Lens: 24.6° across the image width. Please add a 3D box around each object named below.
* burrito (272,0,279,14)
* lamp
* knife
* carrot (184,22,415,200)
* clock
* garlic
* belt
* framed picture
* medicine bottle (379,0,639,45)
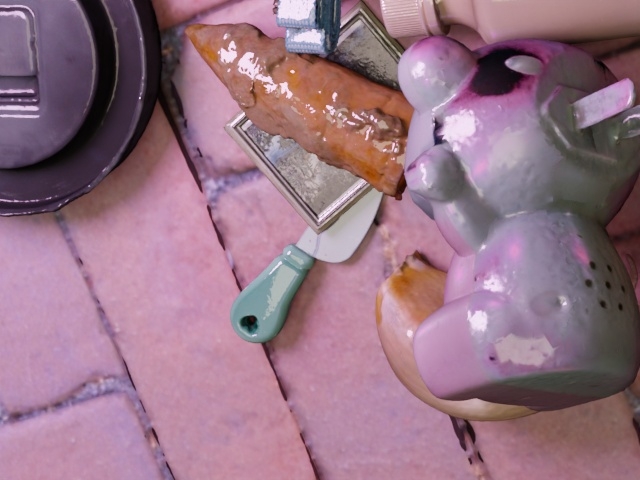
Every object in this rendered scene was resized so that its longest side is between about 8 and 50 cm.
[{"bbox_3d":[0.031,-0.252,1.343,0.171,0.042,0.051,-15,95,22],"label":"burrito"},{"bbox_3d":[0.185,-0.028,1.201,0.247,0.247,0.301,-26,61,49],"label":"lamp"},{"bbox_3d":[0.001,0.001,1.430,0.063,0.034,0.260,40,109,4],"label":"knife"},{"bbox_3d":[-0.015,-0.137,1.347,0.263,0.102,0.102,31,111,11],"label":"carrot"},{"bbox_3d":[-0.312,-0.184,1.445,0.325,0.067,0.325,4,106,14],"label":"clock"},{"bbox_3d":[0.169,0.089,1.366,0.245,0.145,0.164,2,75,13],"label":"garlic"},{"bbox_3d":[-0.001,-0.256,1.303,0.065,0.100,0.179,7,100,24],"label":"belt"},{"bbox_3d":[0.017,-0.114,1.388,0.183,0.011,0.142,-41,90,15],"label":"framed picture"},{"bbox_3d":[0.178,-0.222,1.269,0.252,0.114,0.114,-6,104,17],"label":"medicine bottle"}]
